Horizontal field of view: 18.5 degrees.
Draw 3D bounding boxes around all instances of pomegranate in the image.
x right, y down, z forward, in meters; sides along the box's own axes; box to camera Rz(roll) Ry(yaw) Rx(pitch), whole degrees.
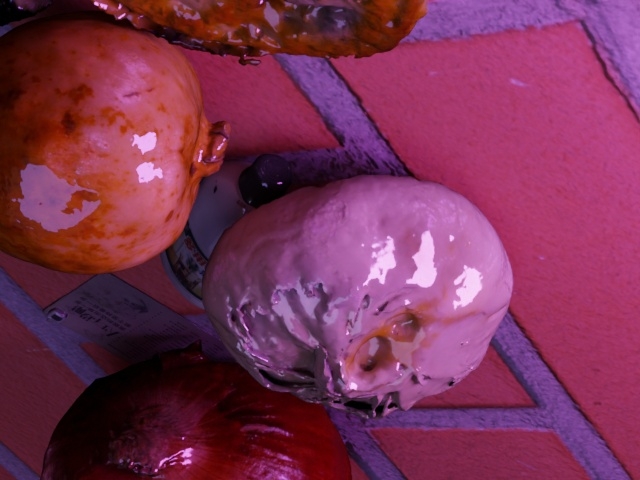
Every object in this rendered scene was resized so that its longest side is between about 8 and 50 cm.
[{"bbox_3d":[-0.192,-0.083,1.639,0.248,0.248,0.248,15,149,9],"label":"pomegranate"}]

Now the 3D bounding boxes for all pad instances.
[{"bbox_3d":[-0.165,0.124,2.159,0.265,0.009,0.159,32,146,-19],"label":"pad"}]

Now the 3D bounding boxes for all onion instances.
[{"bbox_3d":[-0.143,0.295,2.134,0.341,0.341,0.341,15,149,9],"label":"onion"}]

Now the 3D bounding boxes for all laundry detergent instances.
[{"bbox_3d":[-0.079,-0.016,1.822,0.099,0.070,0.225,60,148,12],"label":"laundry detergent"}]

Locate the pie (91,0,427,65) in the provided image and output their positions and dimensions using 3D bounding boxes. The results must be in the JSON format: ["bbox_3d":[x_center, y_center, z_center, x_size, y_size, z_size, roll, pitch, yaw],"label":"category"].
[{"bbox_3d":[-0.056,-0.233,1.470,0.315,0.092,0.315,13,153,7],"label":"pie"}]

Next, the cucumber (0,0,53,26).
[{"bbox_3d":[-0.336,-0.193,1.703,0.300,0.072,0.072,-15,134,44],"label":"cucumber"}]

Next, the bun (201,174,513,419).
[{"bbox_3d":[0.040,0.067,1.752,0.287,0.146,0.287,-7,143,-5],"label":"bun"}]
